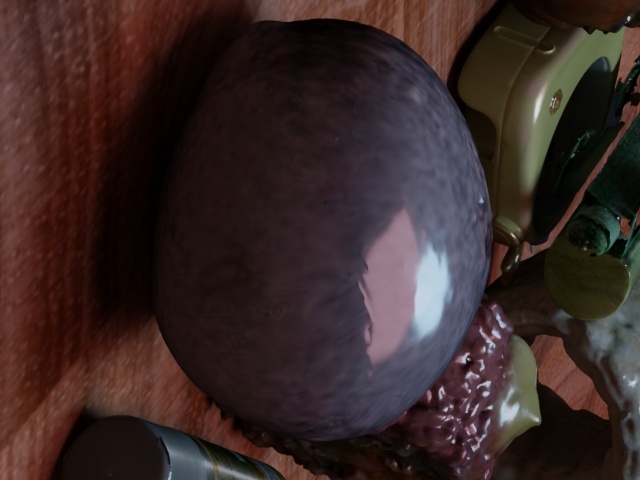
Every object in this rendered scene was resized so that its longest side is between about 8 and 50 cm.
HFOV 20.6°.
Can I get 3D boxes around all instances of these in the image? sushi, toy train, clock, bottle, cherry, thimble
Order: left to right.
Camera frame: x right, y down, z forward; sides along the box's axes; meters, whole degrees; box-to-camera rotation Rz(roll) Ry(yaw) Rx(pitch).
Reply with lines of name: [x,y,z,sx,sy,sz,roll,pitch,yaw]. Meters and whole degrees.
bottle: [-0.096,0.184,1.283,0.082,0.082,0.286,-66,160,-6]
cherry: [0.000,0.000,1.156,0.255,0.218,0.296,-38,131,-48]
sushi: [0.062,0.108,1.403,0.270,0.236,0.171,61,46,-60]
clock: [0.207,-0.103,1.737,0.235,0.096,0.308,-51,154,-41]
thimble: [0.266,0.146,1.860,0.195,0.291,0.292,-36,143,-48]
toy train: [0.301,-0.060,1.738,0.307,0.126,0.189,-50,169,-45]

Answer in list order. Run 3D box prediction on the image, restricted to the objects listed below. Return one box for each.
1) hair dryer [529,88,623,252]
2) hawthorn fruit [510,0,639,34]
hair dryer: [0.268,-0.071,1.977,0.124,0.071,0.219,-46,157,-46]
hawthorn fruit: [0.253,-0.305,1.542,0.199,0.199,0.251,-25,120,-62]
